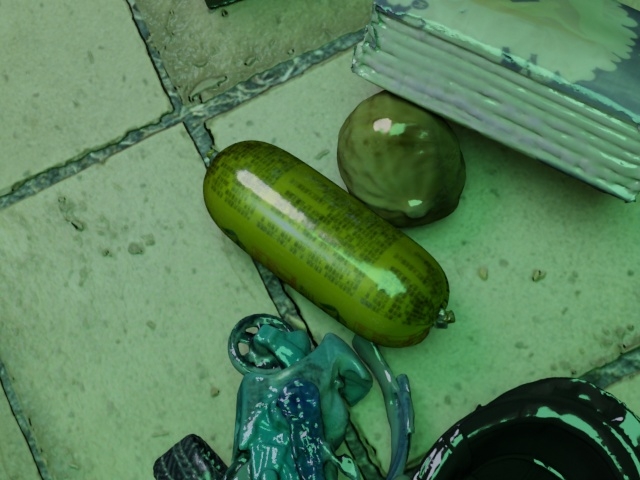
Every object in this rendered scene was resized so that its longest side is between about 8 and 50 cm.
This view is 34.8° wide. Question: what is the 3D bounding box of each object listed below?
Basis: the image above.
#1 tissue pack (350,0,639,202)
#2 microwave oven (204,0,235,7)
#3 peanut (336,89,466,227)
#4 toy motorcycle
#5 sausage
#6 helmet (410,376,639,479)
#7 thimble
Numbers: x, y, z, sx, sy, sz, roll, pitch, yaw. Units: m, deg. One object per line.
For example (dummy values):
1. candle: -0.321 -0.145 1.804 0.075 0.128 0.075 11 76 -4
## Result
1. tissue pack: 0.232 -0.204 1.128 0.344 0.125 0.242 28 43 10
2. microwave oven: -0.080 -0.514 1.234 0.286 0.218 0.355 -17 74 1
3. peanut: 0.089 -0.092 1.152 0.140 0.109 0.159 -13 109 7
4. toy motorcycle: -0.004 0.198 1.075 0.206 0.154 0.260 7 54 -7
5. sausage: 0.000 0.000 1.134 0.347 0.123 0.123 36 81 17
6. helmet: 0.208 0.284 1.027 0.230 0.160 0.279 35 70 17
7. thimble: -0.128 0.264 1.093 0.066 0.095 0.104 -41 90 -4
